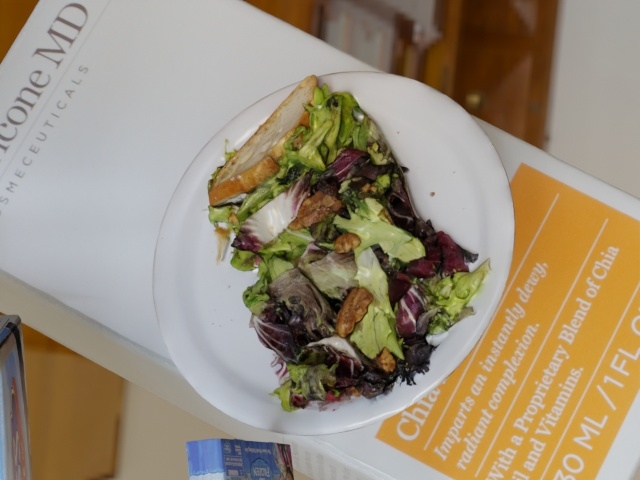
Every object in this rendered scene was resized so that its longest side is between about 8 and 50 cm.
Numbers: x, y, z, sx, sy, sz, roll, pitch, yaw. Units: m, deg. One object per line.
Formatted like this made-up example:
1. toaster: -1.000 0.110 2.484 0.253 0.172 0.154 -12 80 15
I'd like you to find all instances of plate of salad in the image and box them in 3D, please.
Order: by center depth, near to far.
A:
1. plate of salad: 0.000 0.000 0.890 0.200 0.200 0.048 7 161 25

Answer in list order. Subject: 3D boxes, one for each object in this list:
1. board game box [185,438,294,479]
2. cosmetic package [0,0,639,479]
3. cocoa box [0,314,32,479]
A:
1. board game box: -0.033 0.139 0.817 0.020 0.090 0.090 -9 170 19
2. cosmetic package: 0.002 0.018 1.102 0.453 0.230 0.161 27 167 8
3. cocoa box: -0.259 0.218 0.889 0.231 0.347 0.228 -3 -178 -7
